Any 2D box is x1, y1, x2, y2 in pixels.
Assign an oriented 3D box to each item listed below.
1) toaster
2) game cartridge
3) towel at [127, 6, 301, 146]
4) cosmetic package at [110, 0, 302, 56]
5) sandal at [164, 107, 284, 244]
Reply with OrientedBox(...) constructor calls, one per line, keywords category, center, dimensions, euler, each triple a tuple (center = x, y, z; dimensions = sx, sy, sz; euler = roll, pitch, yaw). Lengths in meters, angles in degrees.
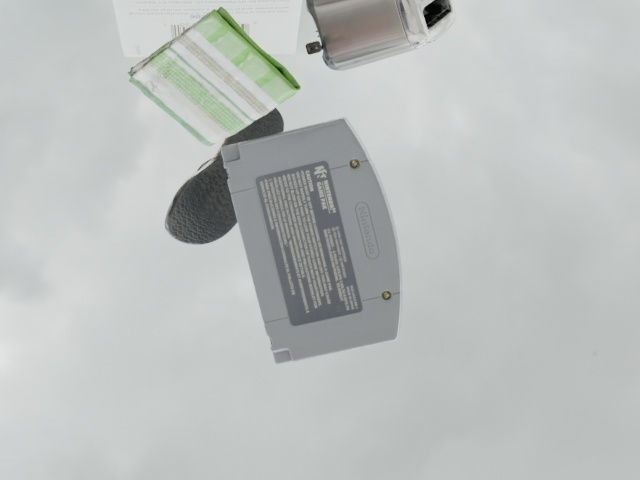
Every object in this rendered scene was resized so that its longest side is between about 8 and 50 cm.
OrientedBox(category="toaster", center=(0.082, -0.307, 1.441), dimensions=(0.146, 0.129, 0.227), euler=(-10, -162, 29))
OrientedBox(category="game cartridge", center=(0.000, 0.000, 1.423), dimensions=(0.198, 0.297, 0.062), euler=(-13, -174, 4))
OrientedBox(category="towel", center=(-0.102, -0.153, 1.038), dimensions=(0.152, 0.113, 0.023), euler=(-24, -146, 45))
OrientedBox(category="cosmetic package", center=(-0.202, -0.565, 1.905), dimensions=(0.329, 0.327, 0.394), euler=(-3, -107, -5))
OrientedBox(category="sandal", center=(-0.138, -0.093, 1.607), dimensions=(0.054, 0.097, 0.254), euler=(-4, -134, 57))
